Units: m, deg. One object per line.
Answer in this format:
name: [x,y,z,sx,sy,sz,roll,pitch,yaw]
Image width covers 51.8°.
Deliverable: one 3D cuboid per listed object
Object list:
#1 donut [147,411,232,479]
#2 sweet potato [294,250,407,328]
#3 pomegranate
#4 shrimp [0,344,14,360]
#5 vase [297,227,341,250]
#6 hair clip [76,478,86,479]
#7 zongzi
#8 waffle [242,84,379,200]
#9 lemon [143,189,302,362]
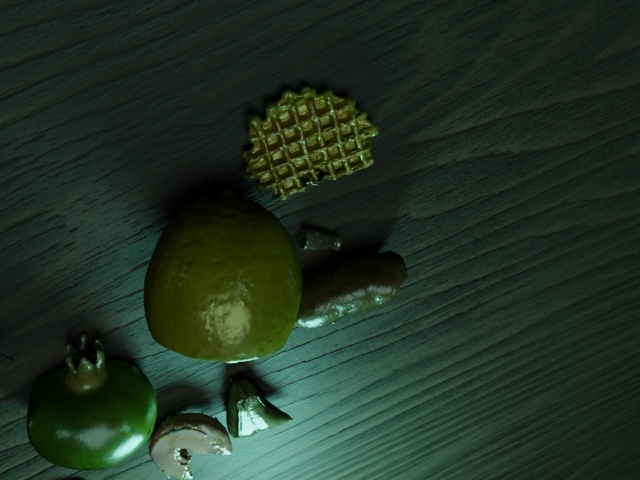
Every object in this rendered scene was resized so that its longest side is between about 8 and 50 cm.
donut: [-0.374,0.564,1.847,0.232,0.085,0.199,-33,119,15]
sweet potato: [0.036,0.130,1.649,0.369,0.158,0.158,-18,129,0]
pomegranate: [-0.559,0.415,1.603,0.309,0.216,0.359,-3,125,-13]
shrimp: [-0.777,0.229,1.451,0.171,0.137,0.372,-6,130,-35]
vase: [0.000,0.000,1.601,0.100,0.053,0.053,5,123,-27]
hair clip: [-0.722,0.760,1.910,0.187,0.056,0.146,-42,127,2]
zongzi: [-0.165,0.466,1.849,0.197,0.099,0.195,-4,132,-14]
waffle: [-0.028,-0.204,1.438,0.309,0.065,0.283,19,114,-26]
lemon: [-0.202,0.066,1.403,0.363,0.364,0.365,-9,127,-13]
